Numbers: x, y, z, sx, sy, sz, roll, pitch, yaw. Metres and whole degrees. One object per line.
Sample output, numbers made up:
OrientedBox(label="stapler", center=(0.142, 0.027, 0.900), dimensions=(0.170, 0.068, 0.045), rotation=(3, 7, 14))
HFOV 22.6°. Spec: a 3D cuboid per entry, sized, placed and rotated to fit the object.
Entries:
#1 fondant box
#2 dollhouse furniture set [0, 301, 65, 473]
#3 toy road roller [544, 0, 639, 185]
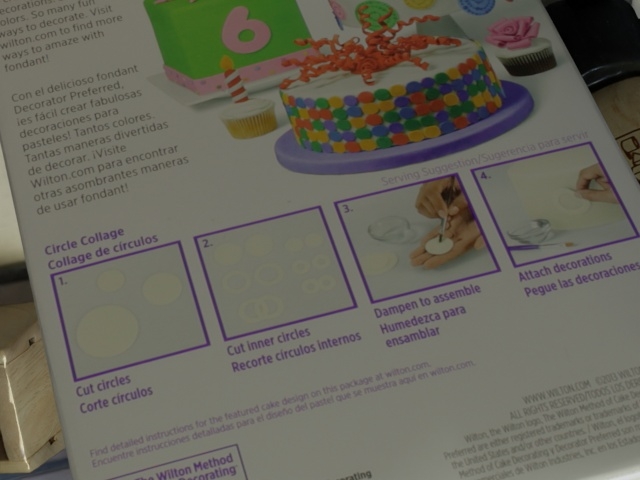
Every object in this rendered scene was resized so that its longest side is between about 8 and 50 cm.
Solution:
OrientedBox(label="fondant box", center=(0.000, 0.000, 0.665), dimensions=(0.238, 0.330, 0.096), rotation=(-14, 144, -8))
OrientedBox(label="dollhouse furniture set", center=(-0.250, 0.169, 0.975), dimensions=(0.303, 0.198, 0.286), rotation=(-4, 105, 19))
OrientedBox(label="toy road roller", center=(0.096, 0.046, 0.881), dimensions=(0.330, 0.202, 0.240), rotation=(-26, 153, 5))
